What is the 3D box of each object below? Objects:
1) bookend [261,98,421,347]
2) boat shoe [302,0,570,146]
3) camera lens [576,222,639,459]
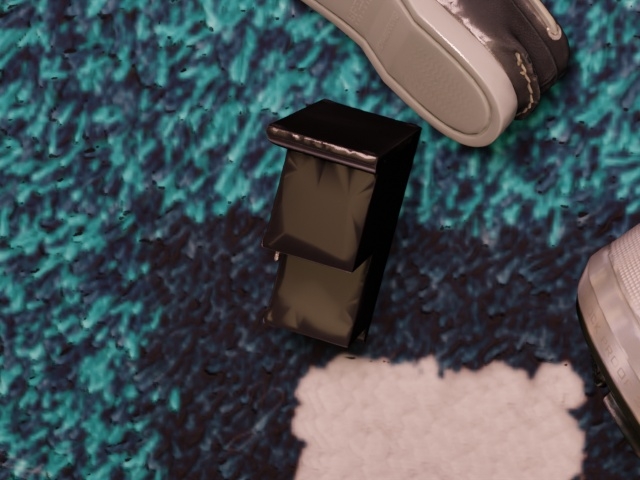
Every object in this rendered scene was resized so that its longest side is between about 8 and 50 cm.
[{"bbox_3d":[0.000,0.000,1.217,0.072,0.156,0.157,16,104,9],"label":"bookend"},{"bbox_3d":[0.032,-0.193,1.212,0.302,0.091,0.114,49,150,0],"label":"boat shoe"},{"bbox_3d":[0.307,0.041,1.120,0.274,0.219,0.219,-36,90,16],"label":"camera lens"}]
